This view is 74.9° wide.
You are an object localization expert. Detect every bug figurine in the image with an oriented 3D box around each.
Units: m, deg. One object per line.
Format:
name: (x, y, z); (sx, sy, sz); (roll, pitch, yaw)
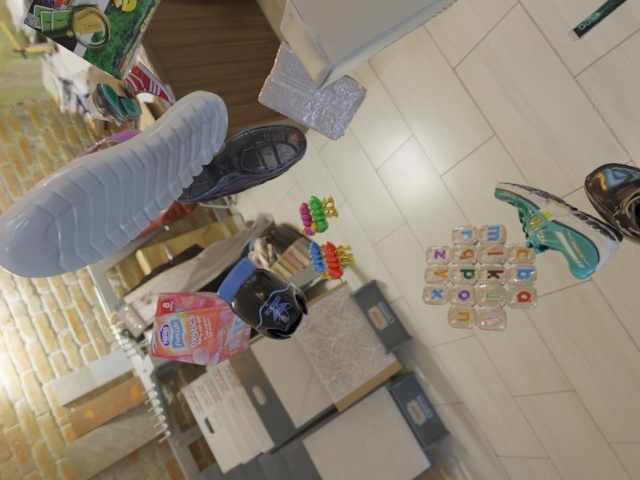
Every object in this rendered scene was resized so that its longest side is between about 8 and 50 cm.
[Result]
bug figurine: (0.000, 0.000, 1.041); (0.279, 0.072, 0.217); (175, 81, -78)

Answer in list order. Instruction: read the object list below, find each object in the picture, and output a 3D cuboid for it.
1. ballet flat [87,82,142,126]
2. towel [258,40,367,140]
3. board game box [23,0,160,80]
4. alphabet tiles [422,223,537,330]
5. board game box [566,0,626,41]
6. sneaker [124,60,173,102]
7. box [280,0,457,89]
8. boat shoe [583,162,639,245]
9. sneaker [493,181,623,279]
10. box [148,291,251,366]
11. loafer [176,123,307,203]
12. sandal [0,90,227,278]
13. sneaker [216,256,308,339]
ballet flat: (-0.435, -0.273, 0.868); (0.203, 0.074, 0.074); (-118, 12, -79)
towel: (-0.020, -0.419, 1.204); (0.187, 0.281, 0.049); (-57, 24, 30)
board game box: (-0.272, -0.367, 0.555); (0.260, 0.136, 0.030); (-59, 10, 9)
alphabet tiles: (0.408, 0.091, 1.087); (0.277, 0.021, 0.285); (-4, 63, 30)
board game box: (0.558, -0.453, 0.825); (0.026, 0.186, 0.126); (50, 124, 0)
sneaker: (-0.400, -0.349, 0.970); (0.042, 0.067, 0.118); (39, 174, 35)
box: (0.086, -0.343, 0.599); (0.113, 0.275, 0.094); (57, 169, -7)
boat shoe: (0.563, -0.043, 0.666); (0.132, 0.130, 0.356); (-48, 32, 17)
sneaker: (0.429, -0.033, 0.813); (0.110, 0.106, 0.275); (-67, 30, 25)
box: (-0.277, 0.206, 1.038); (0.300, 0.153, 0.142); (50, -133, -81)
loafer: (-0.168, -0.157, 0.890); (0.095, 0.302, 0.109); (46, -157, -81)
sandal: (-0.297, -0.100, 0.631); (0.102, 0.416, 0.170); (27, 138, 15)
sneaker: (-0.062, 0.088, 0.541); (0.090, 0.081, 0.232); (36, 172, 9)
